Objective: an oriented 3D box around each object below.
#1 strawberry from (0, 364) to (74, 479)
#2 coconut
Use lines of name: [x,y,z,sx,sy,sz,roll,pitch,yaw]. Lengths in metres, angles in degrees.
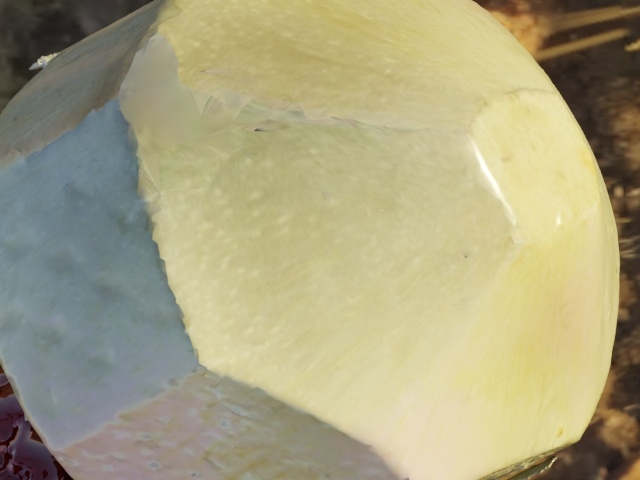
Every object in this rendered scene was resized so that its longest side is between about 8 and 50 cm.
strawberry: [-0.123,0.145,1.196,0.280,0.253,0.150,4,114,-3]
coconut: [0.000,0.000,0.961,0.352,0.352,0.353,2,94,32]
